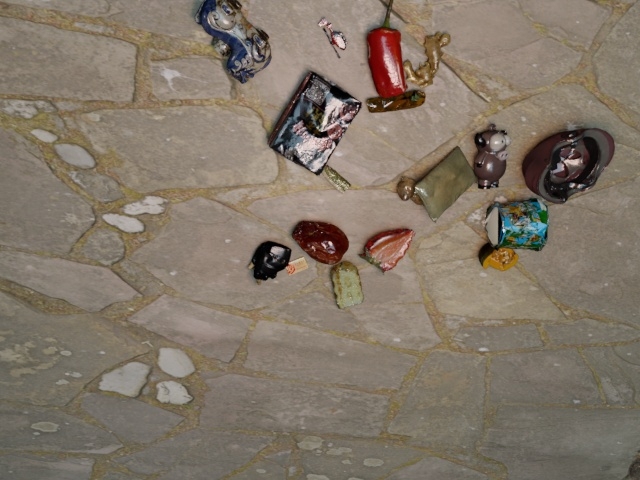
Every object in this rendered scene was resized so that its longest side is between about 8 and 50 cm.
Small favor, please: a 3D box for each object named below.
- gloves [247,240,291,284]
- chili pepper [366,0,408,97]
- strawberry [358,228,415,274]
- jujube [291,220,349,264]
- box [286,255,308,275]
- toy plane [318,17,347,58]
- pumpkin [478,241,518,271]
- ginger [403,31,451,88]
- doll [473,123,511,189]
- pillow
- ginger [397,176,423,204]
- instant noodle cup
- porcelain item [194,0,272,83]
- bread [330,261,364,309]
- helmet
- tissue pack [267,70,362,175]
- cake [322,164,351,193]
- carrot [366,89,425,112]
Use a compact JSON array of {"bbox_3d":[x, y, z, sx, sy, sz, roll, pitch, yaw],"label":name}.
[{"bbox_3d":[-0.220,0.105,1.875,0.164,0.124,0.203,21,101,6],"label":"gloves"},{"bbox_3d":[0.228,-0.695,1.593,0.131,0.134,0.338,-4,117,20],"label":"chili pepper"},{"bbox_3d":[0.283,0.014,1.897,0.174,0.098,0.228,34,101,-18],"label":"strawberry"},{"bbox_3d":[0.000,0.000,1.840,0.236,0.168,0.168,27,107,1],"label":"jujube"},{"bbox_3d":[-0.105,0.110,1.935,0.093,0.015,0.058,-22,110,3],"label":"box"},{"bbox_3d":[0.052,-0.741,1.611,0.060,0.037,0.145,-31,116,17],"label":"toy plane"},{"bbox_3d":[0.772,0.063,1.962,0.184,0.107,0.119,12,119,-27],"label":"pumpkin"},{"bbox_3d":[0.404,-0.672,1.669,0.193,0.052,0.176,-15,112,8],"label":"ginger"},{"bbox_3d":[0.686,-0.337,1.788,0.182,0.117,0.257,-12,116,-33],"label":"doll"},{"bbox_3d":[0.508,-0.226,1.795,0.302,0.075,0.185,-41,111,-19],"label":"pillow"},{"bbox_3d":[0.408,-0.187,1.837,0.204,0.080,0.104,20,76,-21],"label":"ginger"},{"bbox_3d":[0.814,-0.062,1.859,0.178,0.240,0.240,-2,111,-2],"label":"instant noodle cup"},{"bbox_3d":[-0.306,-0.705,1.548,0.186,0.138,0.288,-36,116,26],"label":"porcelain item"},{"bbox_3d":[0.119,0.195,1.959,0.128,0.088,0.232,-9,119,7],"label":"bread"},{"bbox_3d":[0.969,-0.315,1.789,0.338,0.197,0.271,-40,119,2],"label":"helmet"},{"bbox_3d":[-0.025,-0.439,1.679,0.245,0.123,0.332,30,102,-10],"label":"tissue pack"},{"bbox_3d":[0.061,-0.247,1.796,0.140,0.055,0.051,38,109,-16],"label":"cake"},{"bbox_3d":[0.288,-0.532,1.705,0.229,0.069,0.069,-10,112,-2],"label":"carrot"}]
